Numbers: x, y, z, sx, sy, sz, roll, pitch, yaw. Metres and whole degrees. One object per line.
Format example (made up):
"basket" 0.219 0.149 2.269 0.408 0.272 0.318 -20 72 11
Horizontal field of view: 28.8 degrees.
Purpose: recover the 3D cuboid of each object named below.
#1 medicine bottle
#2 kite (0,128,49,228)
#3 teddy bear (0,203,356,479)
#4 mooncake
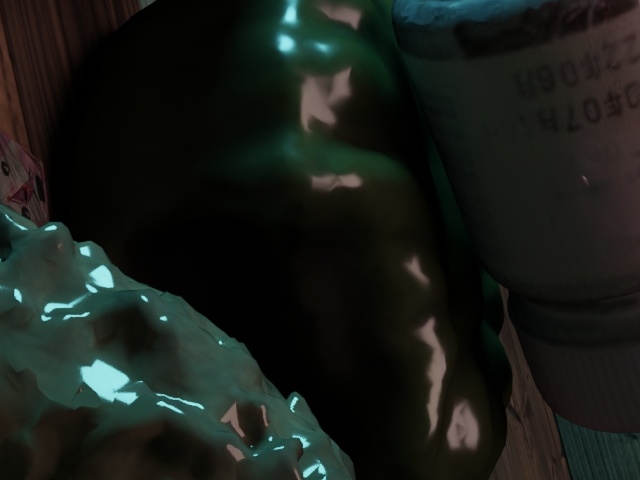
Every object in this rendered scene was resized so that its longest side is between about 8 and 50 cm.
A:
"medicine bottle" 0.157 -0.041 0.708 0.165 0.165 0.273 -79 148 -60
"kite" -0.151 -0.007 0.572 0.152 0.005 0.137 -71 142 -63
"teddy bear" -0.049 0.198 0.446 0.368 0.224 0.357 77 3 -59
"mooncake" 0.000 0.000 0.766 0.351 0.187 0.351 -19 90 -74
